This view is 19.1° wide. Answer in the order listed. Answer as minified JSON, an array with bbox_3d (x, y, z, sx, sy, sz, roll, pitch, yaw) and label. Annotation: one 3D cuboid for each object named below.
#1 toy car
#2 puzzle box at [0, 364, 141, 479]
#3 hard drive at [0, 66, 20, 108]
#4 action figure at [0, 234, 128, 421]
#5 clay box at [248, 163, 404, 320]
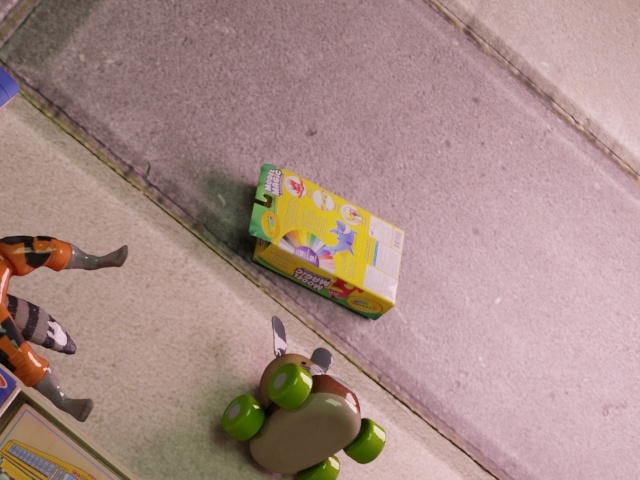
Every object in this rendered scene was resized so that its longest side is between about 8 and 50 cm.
[{"bbox_3d":[-0.018,0.176,2.279,0.155,0.149,0.188,38,32,-28],"label":"toy car"},{"bbox_3d":[-0.304,0.316,2.014,0.409,0.052,0.272,40,44,-9],"label":"puzzle box"},{"bbox_3d":[-0.494,-0.175,2.158,0.210,0.040,0.319,44,33,-6],"label":"hard drive"},{"bbox_3d":[-0.393,0.095,1.988,0.330,0.178,0.341,20,78,-20],"label":"action figure"},{"bbox_3d":[0.000,0.000,2.461,0.222,0.053,0.127,27,49,-20],"label":"clay box"}]
